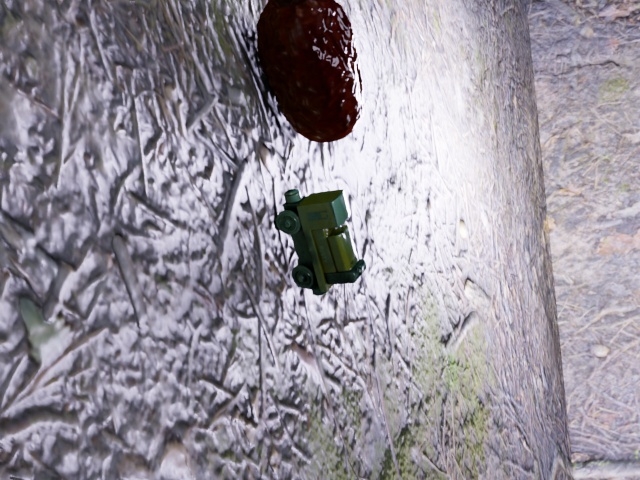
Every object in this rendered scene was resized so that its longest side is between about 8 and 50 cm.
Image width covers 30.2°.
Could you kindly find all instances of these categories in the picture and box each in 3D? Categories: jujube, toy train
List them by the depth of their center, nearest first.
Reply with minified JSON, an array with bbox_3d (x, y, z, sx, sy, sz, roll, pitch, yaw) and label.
[{"bbox_3d":[0.000,0.000,1.256,0.050,0.081,0.122,-49,126,-56],"label":"toy train"},{"bbox_3d":[-0.006,-0.188,1.286,0.112,0.109,0.176,-41,128,-27],"label":"jujube"}]
